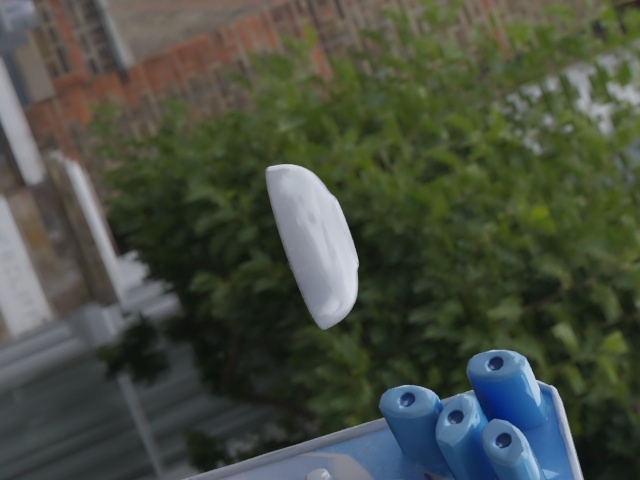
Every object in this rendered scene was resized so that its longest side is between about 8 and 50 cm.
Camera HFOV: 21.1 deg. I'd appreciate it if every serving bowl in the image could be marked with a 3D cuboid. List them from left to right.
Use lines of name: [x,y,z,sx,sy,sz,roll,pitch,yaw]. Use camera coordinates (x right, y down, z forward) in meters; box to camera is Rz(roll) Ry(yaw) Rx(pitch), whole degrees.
serving bowl: [0.000,0.000,0.830,0.083,0.027,0.083,-18,90,-85]

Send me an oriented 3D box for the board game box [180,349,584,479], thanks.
board game box: [-0.059,0.246,0.675,0.050,0.390,0.390,63,13,-45]
